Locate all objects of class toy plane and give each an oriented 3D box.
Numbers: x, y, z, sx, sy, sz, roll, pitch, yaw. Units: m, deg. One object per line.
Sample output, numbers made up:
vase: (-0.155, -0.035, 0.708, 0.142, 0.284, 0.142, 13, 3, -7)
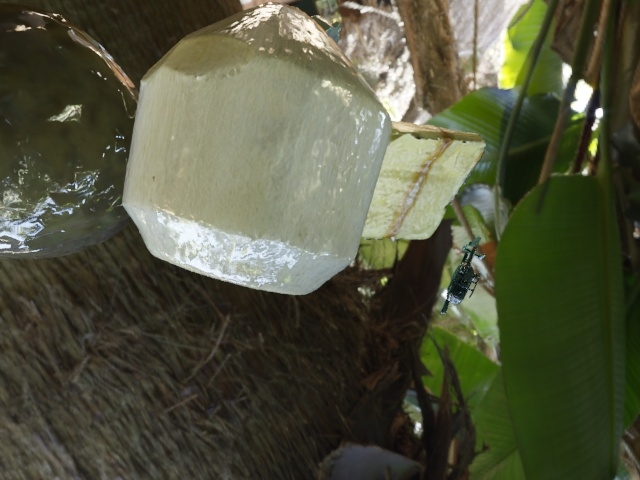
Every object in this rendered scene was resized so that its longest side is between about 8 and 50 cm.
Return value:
toy plane: (0.384, 0.087, 1.551, 0.235, 0.060, 0.096, -62, 180, -18)

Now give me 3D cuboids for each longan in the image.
longan: (-0.451, -0.152, 0.886, 0.391, 0.390, 0.391, -16, -161, 6)

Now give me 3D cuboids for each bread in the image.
bread: (0.170, -0.105, 1.123, 0.264, 0.235, 0.198, 0, -170, -34)

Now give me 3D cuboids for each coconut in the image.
coconut: (-0.058, -0.089, 0.553, 0.238, 0.265, 0.237, 16, -176, -1)

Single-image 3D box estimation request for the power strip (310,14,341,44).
power strip: (-0.053, -0.182, 0.727, 0.226, 0.029, 0.080, -52, 175, 11)
